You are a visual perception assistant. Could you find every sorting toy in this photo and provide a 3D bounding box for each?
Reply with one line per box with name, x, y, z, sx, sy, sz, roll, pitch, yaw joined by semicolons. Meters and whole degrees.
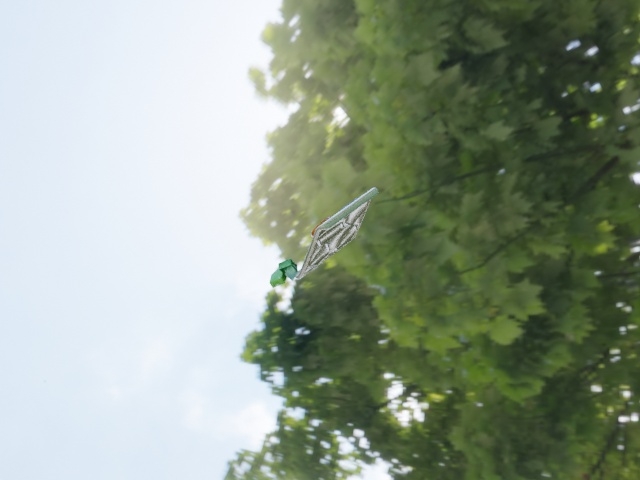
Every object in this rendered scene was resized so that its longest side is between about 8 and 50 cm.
sorting toy;0.000;0.000;0.800;0.012;0.062;0.083;44;-128;13
